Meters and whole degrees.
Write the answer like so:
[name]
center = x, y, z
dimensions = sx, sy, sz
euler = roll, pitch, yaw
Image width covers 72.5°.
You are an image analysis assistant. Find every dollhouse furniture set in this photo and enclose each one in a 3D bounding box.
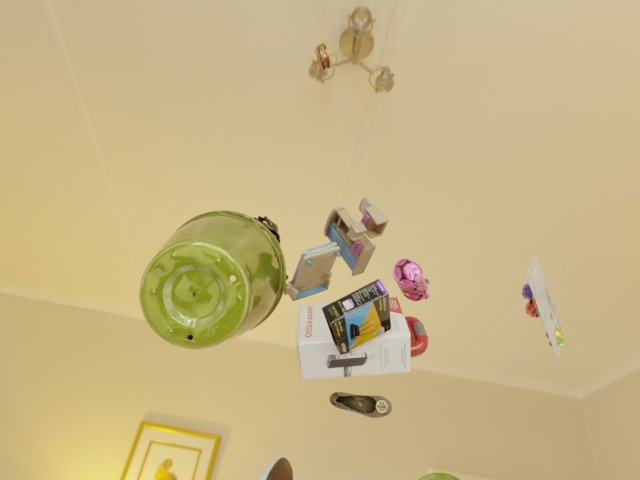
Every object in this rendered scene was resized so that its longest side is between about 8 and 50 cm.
[dollhouse furniture set]
center = 0.000, 0.000, 1.370
dimensions = 0.303, 0.198, 0.287
euler = -17, -35, -30

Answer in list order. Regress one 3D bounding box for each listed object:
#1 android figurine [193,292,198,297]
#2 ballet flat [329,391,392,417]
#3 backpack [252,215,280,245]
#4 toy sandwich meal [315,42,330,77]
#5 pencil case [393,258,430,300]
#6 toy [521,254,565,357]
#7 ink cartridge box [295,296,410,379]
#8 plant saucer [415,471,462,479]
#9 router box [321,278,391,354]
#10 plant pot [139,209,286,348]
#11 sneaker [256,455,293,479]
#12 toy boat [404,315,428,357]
[android figurine]
center = -0.440, 0.245, 1.520
dimensions = 0.272, 0.056, 0.248
euler = -28, -39, 1
[ballet flat]
center = 0.149, 0.625, 1.679
dimensions = 0.249, 0.084, 0.058
euler = 3, -22, 24
[backpack]
center = -0.233, -0.011, 1.739
dimensions = 0.115, 0.152, 0.182
euler = -5, -9, 19
[toy sandwich meal]
center = 0.010, -0.436, 1.053
dimensions = 0.029, 0.086, 0.086
euler = -14, -43, 11
[pencil case]
center = 0.291, 0.129, 1.375
dimensions = 0.095, 0.098, 0.209
euler = -46, -29, 0
[toy]
center = 0.579, 0.175, 1.161
dimensions = 0.056, 0.137, 0.237
euler = -22, -81, 39
[ink cartridge box]
center = 0.079, 0.246, 1.125
dimensions = 0.272, 0.197, 0.114
euler = -4, -70, 1
[plant saucer]
center = 0.380, 0.855, 1.357
dimensions = 0.240, 0.241, 0.037
euler = -4, -41, 15
[router box]
center = 0.082, 0.167, 0.931
dimensions = 0.133, 0.046, 0.179
euler = -26, -34, -7
[plant pot]
center = -0.273, 0.108, 1.096
dimensions = 0.366, 0.367, 0.353
euler = 12, 3, -4
[sneaker]
center = -0.163, 0.637, 1.036
dimensions = 0.123, 0.290, 0.106
euler = -25, -81, 25
[toy boat]
center = 0.243, 0.317, 1.478
dimensions = 0.230, 0.151, 0.151
euler = -14, -47, 4
